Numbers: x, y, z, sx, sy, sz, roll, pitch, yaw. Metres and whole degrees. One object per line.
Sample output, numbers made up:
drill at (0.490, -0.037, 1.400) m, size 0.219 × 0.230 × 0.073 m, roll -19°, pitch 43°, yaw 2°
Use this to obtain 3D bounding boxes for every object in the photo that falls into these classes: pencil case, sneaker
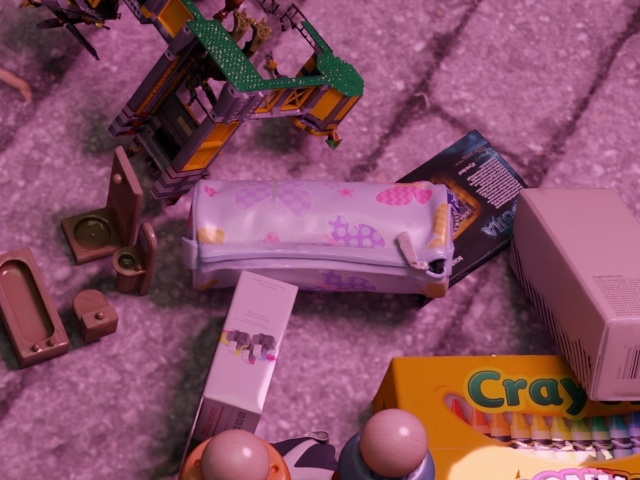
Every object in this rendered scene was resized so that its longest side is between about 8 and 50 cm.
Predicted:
pencil case at (0.000, 0.000, 1.961) m, size 0.273 × 0.113 × 0.124 m, roll 2°, pitch 38°, yaw -1°
sneaker at (0.006, 0.279, 1.836) m, size 0.153 × 0.094 × 0.235 m, roll -21°, pitch 57°, yaw -13°

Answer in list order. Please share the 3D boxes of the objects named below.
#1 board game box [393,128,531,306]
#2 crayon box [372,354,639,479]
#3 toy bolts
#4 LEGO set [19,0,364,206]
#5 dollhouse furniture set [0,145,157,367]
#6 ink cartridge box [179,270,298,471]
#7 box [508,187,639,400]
board game box at (0.136, -0.025, 2.074) m, size 0.186 × 0.026 × 0.126 m, roll -33°, pitch 73°, yaw -26°
crayon box at (0.251, 0.269, 1.887) m, size 0.363 × 0.106 × 0.313 m, roll 0°, pitch 61°, yaw -12°
toy bolts at (0.007, 0.242, 1.711) m, size 0.228 × 0.158 × 0.218 m, roll -21°, pitch 61°, yaw -18°
LEGO set at (-0.137, -0.184, 2.052) m, size 0.331 × 0.192 × 0.255 m, roll 49°, pitch 33°, yaw 12°
dollhouse furniture set at (-0.242, 0.017, 1.913) m, size 0.151 × 0.123 × 0.144 m, roll -17°, pitch 66°, yaw -20°
ink cartridge box at (-0.079, 0.134, 1.893) m, size 0.061 × 0.104 × 0.181 m, roll 18°, pitch 60°, yaw -2°
box at (0.281, 0.048, 1.949) m, size 0.113 × 0.094 × 0.275 m, roll 0°, pitch 28°, yaw -12°
